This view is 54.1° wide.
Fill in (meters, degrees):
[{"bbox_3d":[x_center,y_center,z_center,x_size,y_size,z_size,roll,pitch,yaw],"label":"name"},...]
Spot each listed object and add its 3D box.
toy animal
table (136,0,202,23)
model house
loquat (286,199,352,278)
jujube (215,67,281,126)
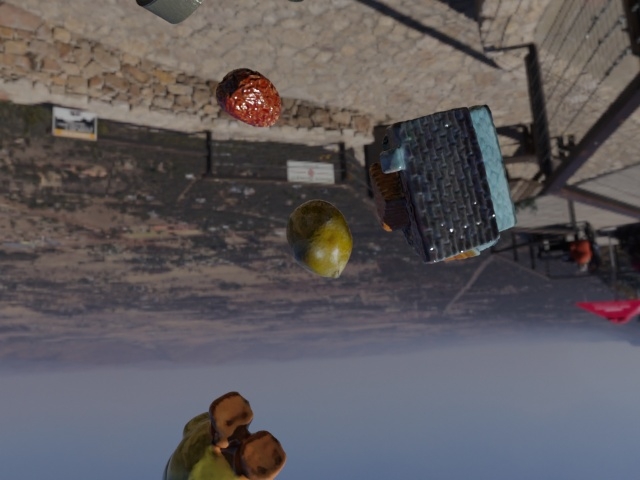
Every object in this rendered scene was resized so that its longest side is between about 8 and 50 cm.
[{"bbox_3d":[-0.222,0.474,1.271,0.191,0.216,0.338,-33,165,-44],"label":"toy animal"},{"bbox_3d":[-0.159,-0.318,0.715,0.043,0.133,0.134,23,155,-38],"label":"table"},{"bbox_3d":[0.242,-0.102,1.433,0.298,0.360,0.339,-9,-172,33],"label":"model house"},{"bbox_3d":[0.000,0.000,1.373,0.152,0.195,0.152,-23,145,-17],"label":"loquat"},{"bbox_3d":[-0.154,-0.316,1.396,0.112,0.109,0.176,12,177,28],"label":"jujube"}]
